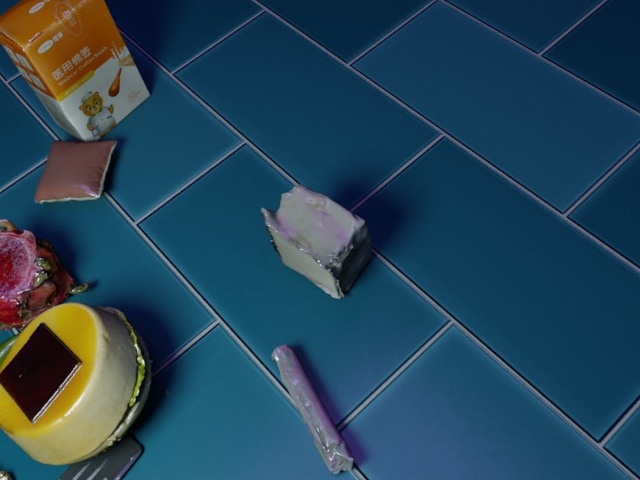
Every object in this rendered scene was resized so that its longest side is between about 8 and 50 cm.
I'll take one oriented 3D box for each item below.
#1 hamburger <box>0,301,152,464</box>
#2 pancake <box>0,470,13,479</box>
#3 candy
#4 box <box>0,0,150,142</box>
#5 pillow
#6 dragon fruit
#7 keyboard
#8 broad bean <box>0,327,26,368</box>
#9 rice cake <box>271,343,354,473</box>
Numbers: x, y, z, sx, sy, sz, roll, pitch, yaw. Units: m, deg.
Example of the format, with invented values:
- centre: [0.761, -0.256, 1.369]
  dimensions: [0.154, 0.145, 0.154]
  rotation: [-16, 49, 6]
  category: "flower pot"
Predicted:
- centre: [-0.446, 0.260, 1.214]
  dimensions: [0.300, 0.176, 0.300]
  rotation: [-13, 54, 19]
  category: "hamburger"
- centre: [-0.611, 0.463, 1.174]
  dimensions: [0.129, 0.022, 0.116]
  rotation: [-1, 63, -44]
  category: "pancake"
- centre: [0.000, 0.000, 1.315]
  dimensions: [0.195, 0.185, 0.137]
  rotation: [32, 73, 24]
  category: "candy"
- centre: [-0.580, -0.424, 1.563]
  dimensions: [0.143, 0.341, 0.225]
  rotation: [33, 69, 26]
  category: "box"
- centre: [-0.576, -0.163, 1.560]
  dimensions: [0.171, 0.075, 0.179]
  rotation: [-1, 59, 8]
  category: "pillow"
- centre: [-0.638, 0.068, 1.379]
  dimensions: [0.282, 0.147, 0.211]
  rotation: [-5, 50, 10]
  category: "dragon fruit"
- centre: [-0.415, 0.420, 1.210]
  dimensions: [0.103, 0.041, 0.381]
  rotation: [34, 75, 24]
  category: "keyboard"
- centre: [-0.647, 0.255, 1.329]
  dimensions: [0.318, 0.056, 0.098]
  rotation: [-29, 58, -12]
  category: "broad bean"
- centre: [-0.019, 0.302, 1.207]
  dimensions: [0.049, 0.055, 0.270]
  rotation: [-25, 56, -13]
  category: "rice cake"
